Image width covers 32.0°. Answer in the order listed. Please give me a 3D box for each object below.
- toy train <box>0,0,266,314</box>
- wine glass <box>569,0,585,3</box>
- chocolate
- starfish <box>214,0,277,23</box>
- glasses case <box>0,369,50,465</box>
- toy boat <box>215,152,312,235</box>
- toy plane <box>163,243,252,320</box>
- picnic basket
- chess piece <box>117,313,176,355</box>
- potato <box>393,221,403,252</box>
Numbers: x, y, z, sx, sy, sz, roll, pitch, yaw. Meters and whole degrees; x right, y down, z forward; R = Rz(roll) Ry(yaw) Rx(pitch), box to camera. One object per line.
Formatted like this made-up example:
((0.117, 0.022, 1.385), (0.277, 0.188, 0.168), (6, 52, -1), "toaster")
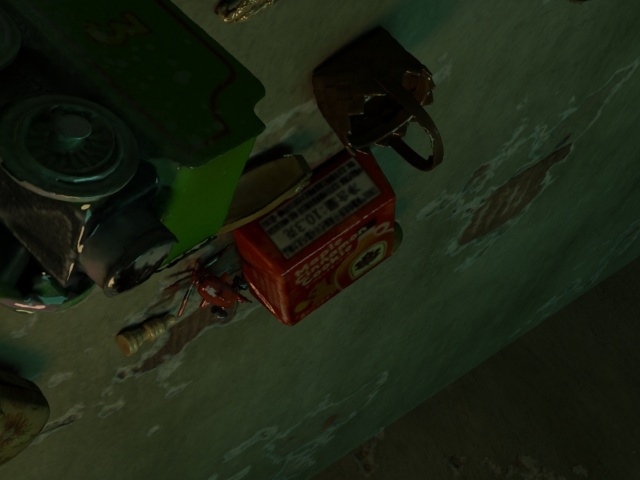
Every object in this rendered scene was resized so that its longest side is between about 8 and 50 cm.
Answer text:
((-0.198, -0.095, 0.871), (0.249, 0.307, 0.173), (-33, 159, -40), "toy train")
((0.424, -0.402, 1.530), (0.241, 0.126, 0.126), (-19, 151, -39), "wine glass")
((0.000, 0.000, 1.656), (0.237, 0.108, 0.235), (-33, 157, -14), "chocolate")
((-0.028, -0.302, 1.079), (0.231, 0.048, 0.295), (-35, 158, -11), "starfish")
((-0.463, 0.205, 1.300), (0.156, 0.098, 0.425), (-38, 160, 3), "glasses case")
((-0.101, -0.053, 1.447), (0.206, 0.064, 0.072), (-29, 175, -22), "toy boat")
((-0.147, 0.081, 1.614), (0.126, 0.077, 0.194), (-47, 162, -18), "toy plane")
((0.085, -0.157, 1.374), (0.137, 0.178, 0.128), (-36, 158, -10), "picnic basket")
((-0.247, 0.132, 1.611), (0.092, 0.035, 0.035), (-28, 157, -36), "chess piece")
((0.088, 0.001, 1.851), (0.091, 0.070, 0.138), (-33, 163, 28), "potato")
